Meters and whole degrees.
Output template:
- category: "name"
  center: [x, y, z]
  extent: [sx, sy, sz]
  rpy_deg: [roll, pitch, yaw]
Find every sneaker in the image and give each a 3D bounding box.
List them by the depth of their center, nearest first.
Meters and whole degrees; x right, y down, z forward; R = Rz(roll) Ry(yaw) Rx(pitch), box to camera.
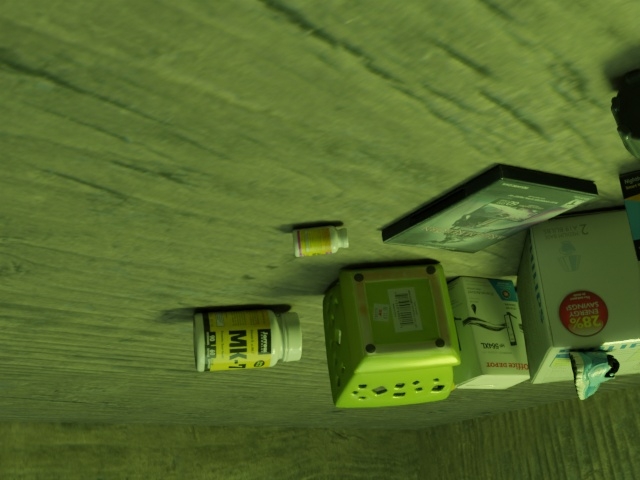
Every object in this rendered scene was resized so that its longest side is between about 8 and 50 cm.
- category: "sneaker"
  center: [0.436, 0.211, 1.388]
  extent: [0.073, 0.063, 0.162]
  rpy_deg: [-11, 160, 15]

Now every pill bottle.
- category: "pill bottle"
  center: [0.000, 0.000, 1.349]
  extent: [0.083, 0.043, 0.043]
  rpy_deg: [-6, 161, 0]
- category: "pill bottle"
  center: [-0.148, 0.198, 1.772]
  extent: [0.209, 0.119, 0.119]
  rpy_deg: [-3, 161, -11]

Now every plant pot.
- category: "plant pot"
  center: [0.133, 0.165, 1.617]
  extent: [0.227, 0.228, 0.207]
  rpy_deg: [-3, 154, -8]

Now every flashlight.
- category: "flashlight"
  center: [0.426, -0.114, 1.083]
  extent: [0.103, 0.103, 0.304]
  rpy_deg: [23, 176, 36]

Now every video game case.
- category: "video game case"
  center: [0.251, -0.040, 1.344]
  extent: [0.196, 0.026, 0.274]
  rpy_deg: [6, 157, -32]

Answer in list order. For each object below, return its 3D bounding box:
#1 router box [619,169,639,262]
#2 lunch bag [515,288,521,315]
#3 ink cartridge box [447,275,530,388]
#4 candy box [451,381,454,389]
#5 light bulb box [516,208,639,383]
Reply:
- category: "router box"
  center: [0.525, -0.048, 1.235]
  extent: [0.179, 0.133, 0.046]
  rpy_deg: [-15, 160, 24]
- category: "lunch bag"
  center: [0.466, 0.148, 1.796]
  extent: [0.096, 0.151, 0.129]
  rpy_deg: [-33, 174, -29]
- category: "ink cartridge box"
  center: [0.324, 0.183, 1.735]
  extent: [0.148, 0.203, 0.086]
  rpy_deg: [6, 153, -34]
- category: "candy box"
  center: [0.220, 0.207, 1.795]
  extent: [0.027, 0.206, 0.105]
  rpy_deg: [-32, 162, -3]
- category: "light bulb box"
  center: [0.539, 0.098, 1.527]
  extent: [0.358, 0.225, 0.361]
  rpy_deg: [-7, 161, 6]
